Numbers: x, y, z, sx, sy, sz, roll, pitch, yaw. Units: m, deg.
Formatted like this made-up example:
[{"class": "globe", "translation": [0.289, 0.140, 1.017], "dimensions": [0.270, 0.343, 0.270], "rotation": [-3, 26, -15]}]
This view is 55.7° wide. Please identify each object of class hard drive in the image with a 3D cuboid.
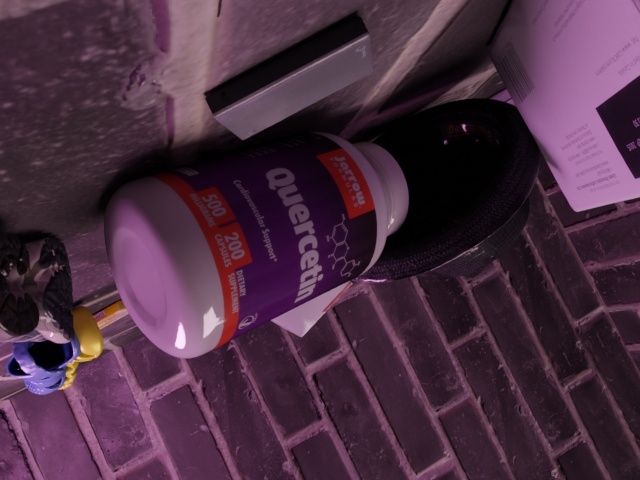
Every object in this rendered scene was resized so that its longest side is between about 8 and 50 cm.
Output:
[{"class": "hard drive", "translation": [-0.021, -0.131, 0.505], "dimensions": [0.135, 0.022, 0.094], "rotation": [-27, 176, 5]}]

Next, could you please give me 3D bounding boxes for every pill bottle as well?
[{"class": "pill bottle", "translation": [-0.053, -0.014, 0.664], "dimensions": [0.322, 0.182, 0.181], "rotation": [-24, 175, -37]}]

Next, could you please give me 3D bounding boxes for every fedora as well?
[{"class": "fedora", "translation": [0.165, -0.041, 0.853], "dimensions": [0.334, 0.152, 0.334], "rotation": [-28, -141, 26]}]

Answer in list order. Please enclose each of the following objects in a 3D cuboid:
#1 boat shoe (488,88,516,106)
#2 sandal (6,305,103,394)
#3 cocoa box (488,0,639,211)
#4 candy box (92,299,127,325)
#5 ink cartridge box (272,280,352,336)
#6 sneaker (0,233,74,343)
[{"class": "boat shoe", "translation": [0.339, -0.224, 1.111], "dimensions": [0.258, 0.084, 0.095], "rotation": [-28, 175, 24]}, {"class": "sandal", "translation": [-0.532, 0.221, 1.158], "dimensions": [0.138, 0.126, 0.317], "rotation": [-18, 163, -42]}, {"class": "cocoa box", "translation": [0.331, -0.185, 0.548], "dimensions": [0.227, 0.232, 0.347], "rotation": [-27, 176, 5]}, {"class": "candy box", "translation": [-0.505, 0.184, 1.389], "dimensions": [0.205, 0.027, 0.105], "rotation": [-28, 173, 18]}, {"class": "ink cartridge box", "translation": [-0.046, 0.031, 0.951], "dimensions": [0.128, 0.127, 0.176], "rotation": [-49, -156, 20]}, {"class": "sneaker", "translation": [-0.318, 0.049, 0.576], "dimensions": [0.122, 0.110, 0.283], "rotation": [-8, 170, -8]}]
